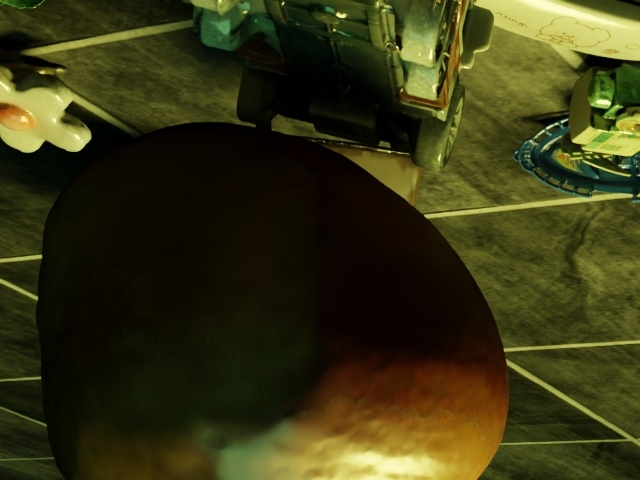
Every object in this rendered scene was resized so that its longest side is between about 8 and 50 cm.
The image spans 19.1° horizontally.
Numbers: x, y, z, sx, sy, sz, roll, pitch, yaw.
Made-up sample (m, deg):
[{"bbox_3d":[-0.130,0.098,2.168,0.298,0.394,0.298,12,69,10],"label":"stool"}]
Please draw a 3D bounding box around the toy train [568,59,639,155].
[{"bbox_3d":[0.317,-0.112,1.655,0.194,0.080,0.125,8,167,-11],"label":"toy train"}]

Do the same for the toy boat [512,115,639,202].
[{"bbox_3d":[0.251,-0.081,1.747,0.175,0.091,0.110,1,180,32],"label":"toy boat"}]

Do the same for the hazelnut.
[{"bbox_3d":[-0.041,0.075,1.416,0.366,0.365,0.366,6,161,2],"label":"hazelnut"}]

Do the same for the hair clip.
[{"bbox_3d":[-0.330,-0.153,1.764,0.257,0.075,0.146,18,163,-18],"label":"hair clip"}]

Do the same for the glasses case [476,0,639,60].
[{"bbox_3d":[0.204,-0.184,1.517,0.193,0.049,0.074,12,160,-20],"label":"glasses case"}]

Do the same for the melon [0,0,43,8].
[{"bbox_3d":[-0.350,-0.239,1.576,0.262,0.053,0.114,9,143,-21],"label":"melon"}]

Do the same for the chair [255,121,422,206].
[{"bbox_3d":[0.000,0.000,1.684,0.160,0.186,0.319,8,-156,-7],"label":"chair"}]

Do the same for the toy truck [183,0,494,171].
[{"bbox_3d":[0.031,-0.195,1.303,0.173,0.206,0.387,15,169,8],"label":"toy truck"}]
